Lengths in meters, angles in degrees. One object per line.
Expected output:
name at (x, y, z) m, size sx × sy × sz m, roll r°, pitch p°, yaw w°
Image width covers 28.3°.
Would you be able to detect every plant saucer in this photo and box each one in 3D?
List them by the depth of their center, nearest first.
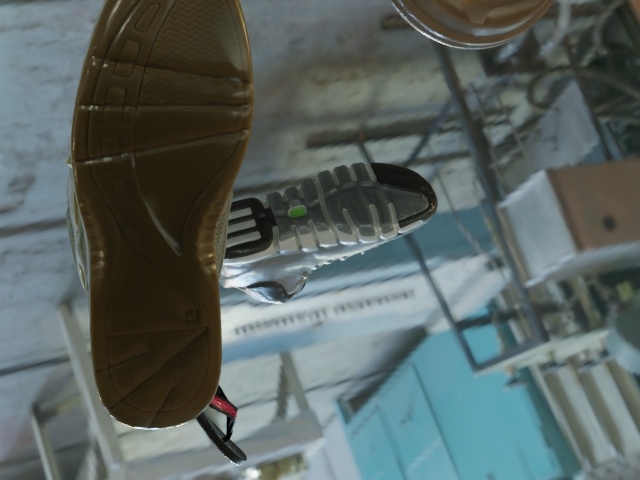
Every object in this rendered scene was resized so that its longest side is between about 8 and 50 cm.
plant saucer at (0.166, -0.339, 1.323) m, size 0.278 × 0.278 × 0.041 m, roll -8°, pitch -171°, yaw -31°

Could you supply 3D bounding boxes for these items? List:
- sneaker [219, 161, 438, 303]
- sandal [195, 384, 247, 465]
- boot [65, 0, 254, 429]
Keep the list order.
sneaker at (0.000, 0.000, 1.252) m, size 0.229 × 0.086 × 0.132 m, roll -11°, pitch 148°, yaw -5°
sandal at (-0.116, 0.152, 1.256) m, size 0.040 × 0.179 × 0.067 m, roll -36°, pitch -159°, yaw -8°
boot at (-0.086, -0.038, 0.614) m, size 0.077 × 0.165 × 0.213 m, roll 0°, pitch 108°, yaw -14°
